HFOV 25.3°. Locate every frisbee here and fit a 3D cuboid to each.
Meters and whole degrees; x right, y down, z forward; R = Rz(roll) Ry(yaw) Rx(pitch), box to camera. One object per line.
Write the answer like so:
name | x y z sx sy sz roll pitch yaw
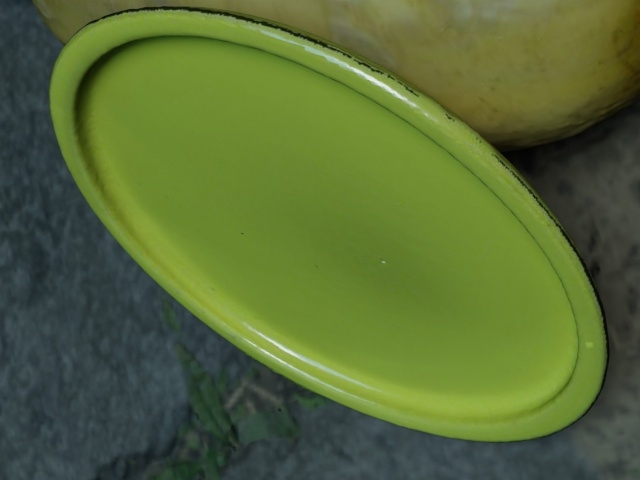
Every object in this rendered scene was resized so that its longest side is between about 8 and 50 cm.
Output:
frisbee | 0.000 0.000 0.534 0.236 0.017 0.236 25 151 15

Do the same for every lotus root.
lotus root | 0.031 -0.116 0.517 0.343 0.151 0.169 13 87 31
